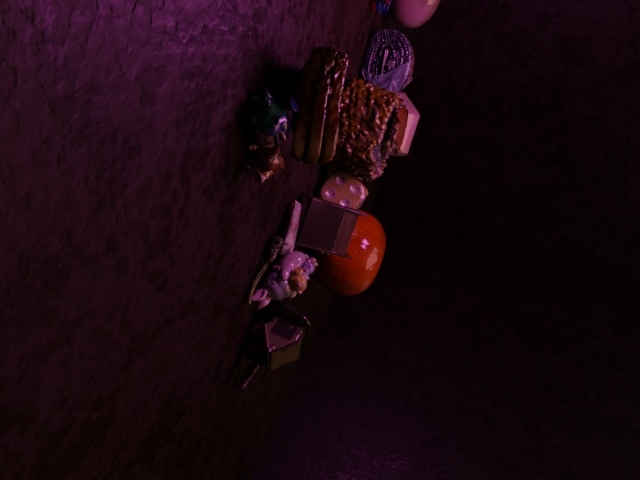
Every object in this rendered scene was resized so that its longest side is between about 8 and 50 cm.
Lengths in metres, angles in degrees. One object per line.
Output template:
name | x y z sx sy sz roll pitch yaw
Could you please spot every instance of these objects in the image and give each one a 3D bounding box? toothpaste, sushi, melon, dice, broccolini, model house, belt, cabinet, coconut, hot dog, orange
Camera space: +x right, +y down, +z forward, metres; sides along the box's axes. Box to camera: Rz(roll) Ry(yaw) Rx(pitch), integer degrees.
toothpaste | 0.274 -1.010 1.704 0.076 0.066 0.320 71 41 -74
sushi | 0.178 -0.426 1.807 0.396 0.240 0.351 -14 123 -75
melon | 0.405 -1.057 1.872 0.223 0.223 0.316 -55 166 -56
dice | 0.086 -0.177 1.864 0.166 0.169 0.169 -54 175 -7
broccolini | -0.179 0.091 1.419 0.051 0.054 0.238 125 -10 -74
model house | -0.186 0.375 1.543 0.278 0.205 0.218 -51 158 -42
belt | 0.282 -0.731 1.868 0.150 0.207 0.257 -42 142 -65
cabinet | 0.021 -0.053 1.631 0.148 0.215 0.174 -140 -113 -69
coconut | 0.340 -0.595 2.244 0.297 0.298 0.309 -45 149 -67
hot dog | -0.104 -0.042 1.530 0.108 0.059 0.191 100 5 -81
orange | 0.121 0.054 2.137 0.424 0.327 0.423 -162 -90 -86

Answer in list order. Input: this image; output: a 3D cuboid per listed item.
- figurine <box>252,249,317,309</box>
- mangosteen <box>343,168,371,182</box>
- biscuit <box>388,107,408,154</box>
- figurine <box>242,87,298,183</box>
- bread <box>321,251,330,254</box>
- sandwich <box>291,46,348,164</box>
figurine | -0.121 0.143 1.529 0.235 0.155 0.127 -59 155 -42
mangosteen | 0.195 -0.362 2.122 0.249 0.212 0.211 -65 174 28
biscuit | 0.294 -0.408 1.719 0.176 0.031 0.228 -56 161 -39
figurine | -0.121 -0.236 1.005 0.102 0.112 0.194 -39 155 -37
bread | -0.005 -0.003 1.911 0.086 0.156 0.125 -68 -163 5
sandwich | -0.018 -0.315 1.103 0.288 0.100 0.254 -126 -137 -76
